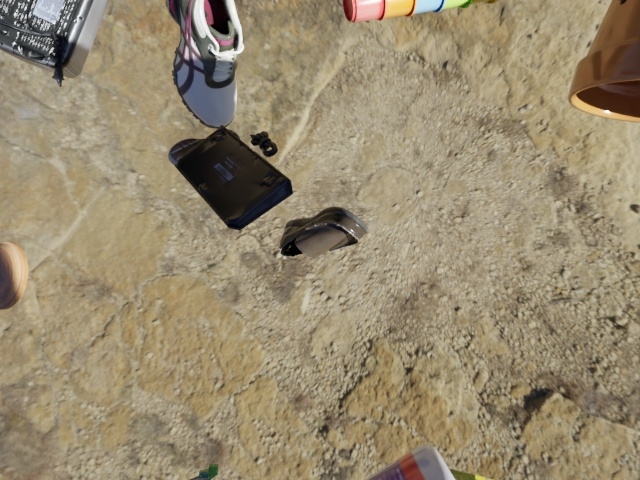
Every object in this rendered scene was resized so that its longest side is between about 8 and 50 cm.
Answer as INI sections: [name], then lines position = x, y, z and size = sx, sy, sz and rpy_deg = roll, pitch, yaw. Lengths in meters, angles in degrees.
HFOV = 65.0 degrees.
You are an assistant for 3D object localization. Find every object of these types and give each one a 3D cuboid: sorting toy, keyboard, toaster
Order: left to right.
[toaster]
position = -0.409, -0.333, 0.715
size = 0.168, 0.110, 0.186
rpy_deg = 22, 92, -15
[sorting toy]
position = -0.140, 0.256, 0.515
size = 0.083, 0.062, 0.012
rpy_deg = -47, 58, 20
[keyboard]
position = -0.092, -0.082, 0.570
size = 0.108, 0.023, 0.180
rpy_deg = -40, 45, -8

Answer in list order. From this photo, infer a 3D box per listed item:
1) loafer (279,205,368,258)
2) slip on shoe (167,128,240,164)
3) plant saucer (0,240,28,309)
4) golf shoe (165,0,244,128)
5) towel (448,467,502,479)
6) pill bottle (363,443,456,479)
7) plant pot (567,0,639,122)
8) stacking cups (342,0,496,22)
[loafer]
position = 0.000, 0.000, 0.916
size = 0.080, 0.220, 0.078
rpy_deg = 39, 62, -24
[slip on shoe]
position = -0.186, -0.140, 0.803
size = 0.051, 0.135, 0.041
rpy_deg = 49, 135, 3
[plant saucer]
position = -0.386, 0.042, 0.607
size = 0.083, 0.013, 0.084
rpy_deg = -3, 83, 25
[golf shoe]
position = -0.177, -0.296, 0.805
size = 0.120, 0.105, 0.273
rpy_deg = 39, 144, 41
[towel]
position = 0.310, 0.483, 0.947
size = 0.237, 0.102, 0.021
rpy_deg = 31, 104, -37
[pill bottle]
position = 0.017, 0.224, 0.310
size = 0.193, 0.108, 0.108
rpy_deg = -32, 88, -1
[plant pot]
position = 0.585, -0.323, 0.826
size = 0.290, 0.291, 0.204
rpy_deg = 11, 94, 10
[stacking cups]
position = 0.202, -0.489, 0.983
size = 0.316, 0.096, 0.096
rpy_deg = -16, 92, -14
